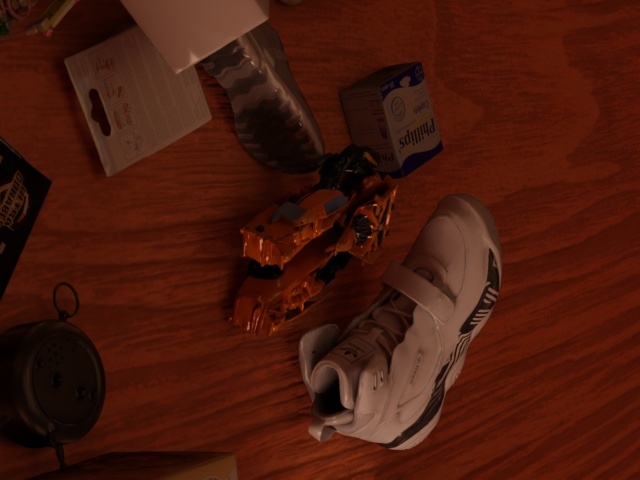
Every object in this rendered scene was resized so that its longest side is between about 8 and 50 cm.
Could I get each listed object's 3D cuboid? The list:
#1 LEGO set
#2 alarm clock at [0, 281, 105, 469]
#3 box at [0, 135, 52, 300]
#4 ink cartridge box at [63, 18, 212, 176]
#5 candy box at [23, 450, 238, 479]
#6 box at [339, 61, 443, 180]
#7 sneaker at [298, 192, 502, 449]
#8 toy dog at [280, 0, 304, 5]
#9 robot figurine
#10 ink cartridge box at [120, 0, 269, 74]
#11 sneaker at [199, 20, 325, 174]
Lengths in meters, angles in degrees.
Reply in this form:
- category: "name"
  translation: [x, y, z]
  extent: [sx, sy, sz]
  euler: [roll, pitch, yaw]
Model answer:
- category: "LEGO set"
  translation: [-0.306, -0.292, 1.492]
  extent: [0.132, 0.107, 0.287]
  euler: [37, 57, -46]
- category: "alarm clock"
  translation: [-0.277, 0.129, 1.517]
  extent: [0.129, 0.064, 0.192]
  euler: [36, 49, -43]
- category: "box"
  translation: [-0.406, 0.005, 1.344]
  extent: [0.257, 0.079, 0.322]
  euler: [47, 50, -43]
- category: "ink cartridge box"
  translation: [-0.214, -0.169, 1.672]
  extent: [0.179, 0.045, 0.145]
  euler: [-34, 114, -40]
- category: "candy box"
  translation: [-0.244, 0.282, 1.442]
  extent: [0.316, 0.183, 0.088]
  euler: [-9, 93, -54]
- category: "box"
  translation: [0.102, -0.168, 2.071]
  extent: [0.126, 0.072, 0.137]
  euler: [-35, 115, -50]
- category: "sneaker"
  translation: [0.101, 0.109, 1.906]
  extent: [0.210, 0.137, 0.366]
  euler: [5, 110, -51]
- category: "toy dog"
  translation: [0.151, -0.480, 1.891]
  extent: [0.395, 0.407, 0.285]
  euler: [-17, 100, -53]
- category: "robot figurine"
  translation: [0.000, 0.000, 1.851]
  extent: [0.291, 0.085, 0.211]
  euler: [-33, 143, -45]
- category: "ink cartridge box"
  translation: [-0.185, -0.366, 1.562]
  extent: [0.306, 0.131, 0.226]
  euler: [53, 18, -27]
- category: "sneaker"
  translation: [-0.063, -0.205, 1.821]
  extent: [0.281, 0.105, 0.115]
  euler: [61, 38, -32]
